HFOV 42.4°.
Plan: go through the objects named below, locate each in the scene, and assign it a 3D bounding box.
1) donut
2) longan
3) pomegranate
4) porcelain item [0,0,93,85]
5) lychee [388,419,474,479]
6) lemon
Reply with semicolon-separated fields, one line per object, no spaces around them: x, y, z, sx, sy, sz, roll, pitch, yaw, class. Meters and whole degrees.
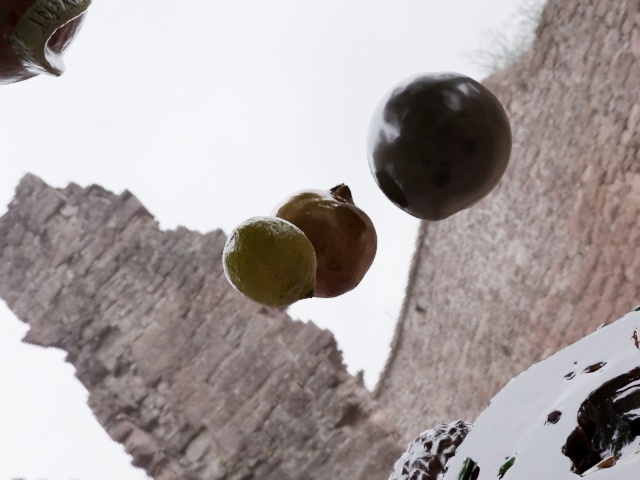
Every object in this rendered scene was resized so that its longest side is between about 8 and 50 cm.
0.147;0.108;0.347;0.235;0.089;0.235;-39;6;5;donut
0.195;-0.154;1.369;0.258;0.258;0.258;-33;-36;-27;longan
-0.001;0.006;1.438;0.209;0.209;0.209;-33;-36;-27;pomegranate
-0.363;-0.263;0.854;0.253;0.253;0.253;-33;-36;-27;porcelain item
0.198;0.336;0.972;0.260;0.260;0.261;-33;-36;-27;lychee
-0.060;0.027;1.011;0.109;0.133;0.109;-55;-7;-9;lemon
